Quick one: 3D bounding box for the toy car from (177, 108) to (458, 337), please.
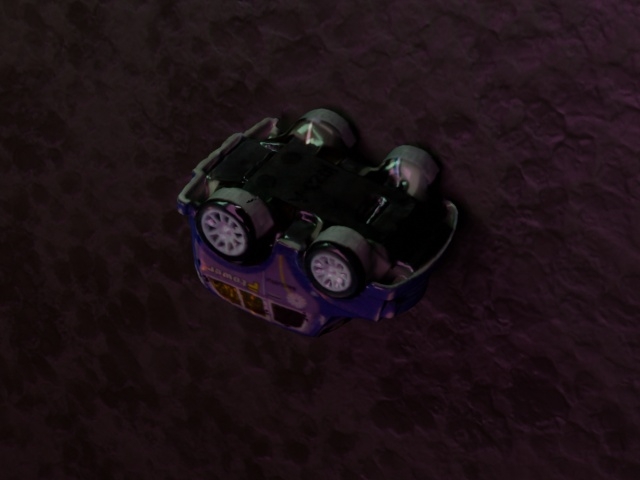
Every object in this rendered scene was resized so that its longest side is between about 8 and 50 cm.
[{"bbox_3d":[0.000,0.000,1.153,0.235,0.172,0.158,24,135,20],"label":"toy car"}]
